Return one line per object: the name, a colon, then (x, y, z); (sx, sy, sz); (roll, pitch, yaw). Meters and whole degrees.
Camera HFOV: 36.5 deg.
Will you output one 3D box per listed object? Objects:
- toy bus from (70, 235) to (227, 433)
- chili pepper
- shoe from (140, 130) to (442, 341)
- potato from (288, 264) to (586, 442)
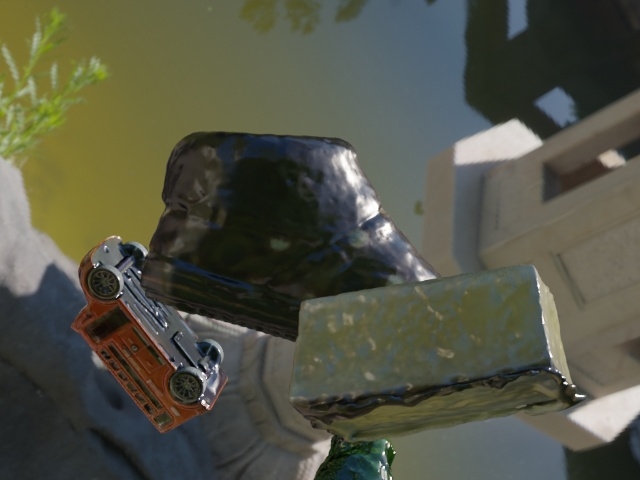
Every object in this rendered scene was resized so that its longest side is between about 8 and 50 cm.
toy bus: (-0.307, 0.158, 1.656); (0.329, 0.153, 0.143); (54, 19, -10)
chili pepper: (0.031, 0.240, 0.770); (0.122, 0.065, 0.278); (30, 60, -53)
shoe: (0.000, 0.000, 1.121); (0.384, 0.171, 0.237); (15, 90, -10)
potato: (0.054, 0.054, 0.450); (0.086, 0.122, 0.061); (45, 37, -61)
